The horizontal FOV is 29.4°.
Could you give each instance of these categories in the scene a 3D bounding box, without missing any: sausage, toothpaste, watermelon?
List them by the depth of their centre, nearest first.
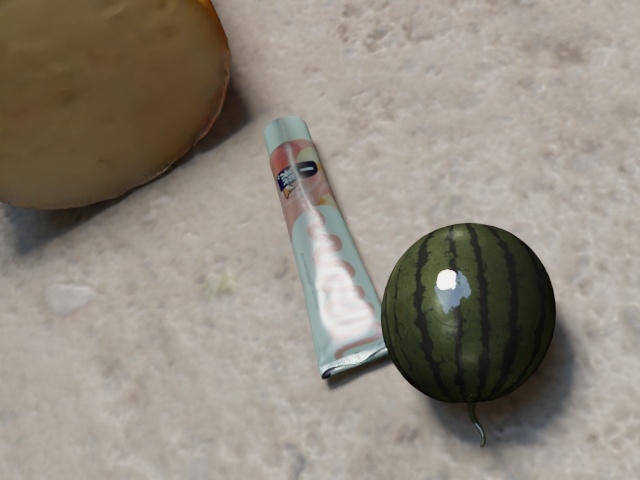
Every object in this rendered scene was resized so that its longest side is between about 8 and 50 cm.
[{"bbox_3d":[0.088,0.056,0.726,0.105,0.105,0.133,-6,78,21],"label":"watermelon"},{"bbox_3d":[0.000,0.000,0.843,0.056,0.036,0.205,-23,56,7],"label":"toothpaste"},{"bbox_3d":[-0.215,-0.198,0.947,0.233,0.233,0.287,-28,50,5],"label":"sausage"}]
